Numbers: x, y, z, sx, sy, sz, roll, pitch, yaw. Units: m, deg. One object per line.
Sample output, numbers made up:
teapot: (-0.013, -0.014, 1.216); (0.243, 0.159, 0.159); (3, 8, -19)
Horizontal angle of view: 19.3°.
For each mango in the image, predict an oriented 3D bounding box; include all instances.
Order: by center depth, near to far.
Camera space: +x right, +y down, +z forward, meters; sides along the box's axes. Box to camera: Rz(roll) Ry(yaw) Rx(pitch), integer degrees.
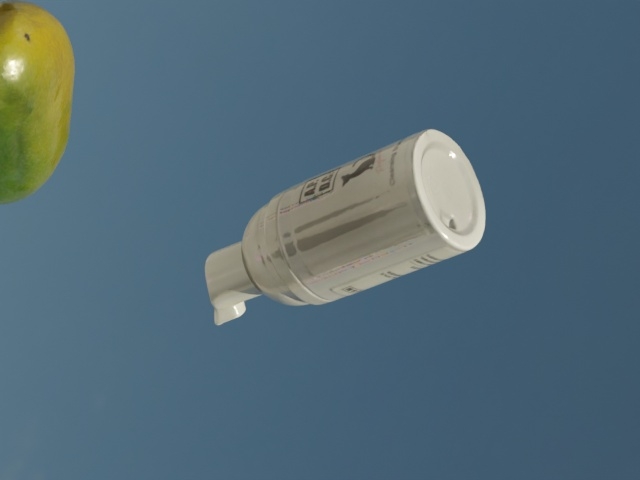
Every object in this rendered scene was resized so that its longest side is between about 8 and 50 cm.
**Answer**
mango: (-0.217, -0.102, 1.342); (0.122, 0.085, 0.191); (-61, 176, -36)

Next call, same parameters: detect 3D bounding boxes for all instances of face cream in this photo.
face cream: (0.000, 0.000, 2.178); (0.370, 0.145, 0.145); (-22, -133, 31)
